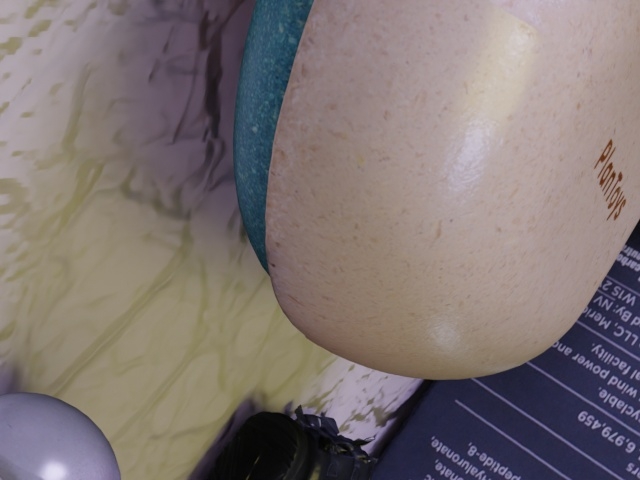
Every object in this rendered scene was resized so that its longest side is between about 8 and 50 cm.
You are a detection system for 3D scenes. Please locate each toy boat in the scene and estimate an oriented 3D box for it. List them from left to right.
[{"bbox_3d":[0.000,0.000,0.498,0.318,0.148,0.267,-56,158,-11],"label":"toy boat"}]

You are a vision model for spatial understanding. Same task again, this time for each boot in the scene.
[{"bbox_3d":[-0.028,0.132,0.683,0.121,0.045,0.099,-55,155,1],"label":"boot"}]

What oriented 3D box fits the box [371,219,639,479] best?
[{"bbox_3d":[0.164,0.216,0.828,0.395,0.212,0.293,-55,143,-4],"label":"box"}]
